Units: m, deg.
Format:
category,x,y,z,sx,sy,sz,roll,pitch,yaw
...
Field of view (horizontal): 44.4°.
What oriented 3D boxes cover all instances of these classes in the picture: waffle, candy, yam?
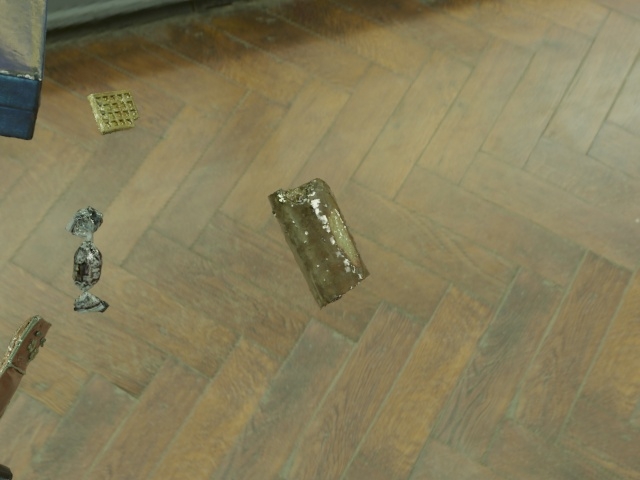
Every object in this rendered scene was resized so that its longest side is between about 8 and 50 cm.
category,x,y,z,sx,sy,sz,roll,pitch,yaw
waffle,-0.439,-0.276,1.679,0.021,0.135,0.092,-18,96,27
candy,-0.453,0.042,1.529,0.094,0.051,0.226,15,110,28
yam,-0.002,0.001,1.498,0.128,0.129,0.238,-23,86,-49

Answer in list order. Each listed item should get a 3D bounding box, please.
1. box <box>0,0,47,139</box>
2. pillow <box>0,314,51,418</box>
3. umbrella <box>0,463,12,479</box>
category,x,y,z,sx,sy,sz,roll,pitch,yaw
box,-0.480,-0.279,0.974,0.262,0.116,0.278,5,50,-23
pillow,-0.632,0.263,1.619,0.043,0.126,0.232,23,74,4
umbrella,-0.667,0.373,1.373,0.118,0.340,0.118,-13,54,18
